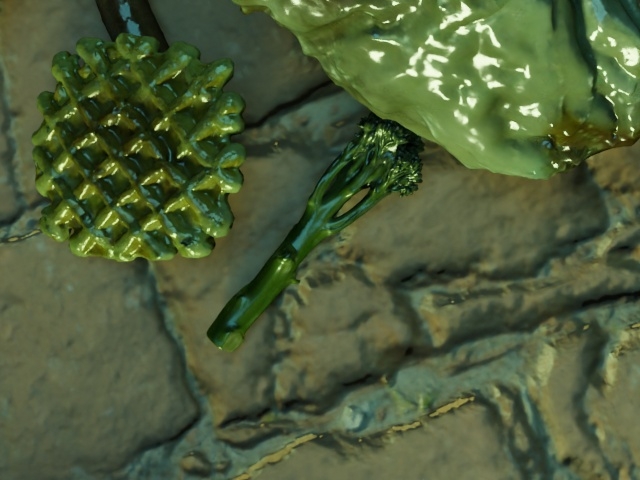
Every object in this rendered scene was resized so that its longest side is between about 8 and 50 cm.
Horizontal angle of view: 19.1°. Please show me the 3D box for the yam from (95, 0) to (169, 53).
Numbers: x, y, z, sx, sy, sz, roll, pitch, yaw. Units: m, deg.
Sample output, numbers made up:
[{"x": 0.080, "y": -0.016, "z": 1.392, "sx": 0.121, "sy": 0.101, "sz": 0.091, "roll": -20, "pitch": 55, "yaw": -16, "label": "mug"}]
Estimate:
[{"x": -0.147, "y": -0.185, "z": 1.446, "sx": 0.045, "sy": 0.045, "sz": 0.327, "roll": -29, "pitch": 80, "yaw": 35, "label": "yam"}]

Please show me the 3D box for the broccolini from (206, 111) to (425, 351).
[{"x": 0.000, "y": 0.000, "z": 1.411, "sx": 0.216, "sy": 0.058, "sz": 0.067, "roll": -54, "pitch": 46, "yaw": 5, "label": "broccolini"}]

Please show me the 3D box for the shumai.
[{"x": 0.119, "y": -0.162, "z": 1.300, "sx": 0.309, "sy": 0.304, "sz": 0.263, "roll": -33, "pitch": 86, "yaw": 33, "label": "shumai"}]

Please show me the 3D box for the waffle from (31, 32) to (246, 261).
[{"x": -0.136, "y": -0.068, "z": 1.404, "sx": 0.183, "sy": 0.036, "sz": 0.169, "roll": 3, "pitch": 93, "yaw": 24, "label": "waffle"}]
